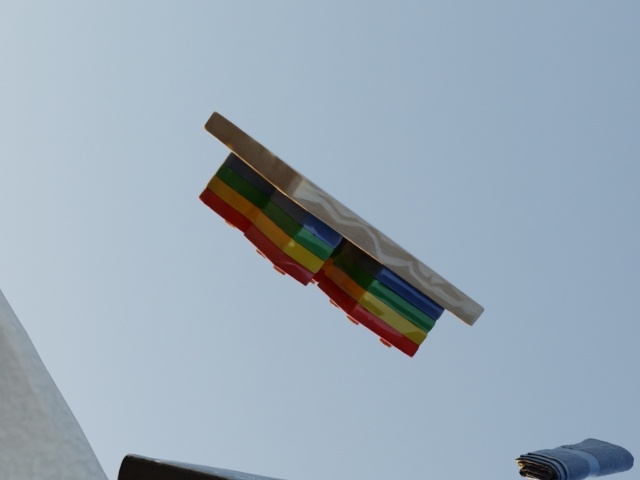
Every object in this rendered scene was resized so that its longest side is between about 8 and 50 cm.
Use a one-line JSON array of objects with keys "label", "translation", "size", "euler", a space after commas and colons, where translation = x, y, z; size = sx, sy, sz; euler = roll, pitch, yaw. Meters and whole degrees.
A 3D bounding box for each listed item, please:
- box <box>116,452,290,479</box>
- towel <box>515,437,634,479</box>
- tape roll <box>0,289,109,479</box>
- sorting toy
[{"label": "box", "translation": [0.118, 0.389, 1.290], "size": [0.480, 0.472, 0.297], "euler": [5, -99, 39]}, {"label": "towel", "translation": [0.268, 0.232, 1.560], "size": [0.067, 0.119, 0.029], "euler": [6, -83, 52]}, {"label": "tape roll", "translation": [-0.154, 0.042, 0.474], "size": [0.392, 0.072, 0.392], "euler": [49, -22, 27]}, {"label": "sorting toy", "translation": [0.000, 0.000, 1.509], "size": [0.089, 0.257, 0.255], "euler": [-54, -151, 2]}]
